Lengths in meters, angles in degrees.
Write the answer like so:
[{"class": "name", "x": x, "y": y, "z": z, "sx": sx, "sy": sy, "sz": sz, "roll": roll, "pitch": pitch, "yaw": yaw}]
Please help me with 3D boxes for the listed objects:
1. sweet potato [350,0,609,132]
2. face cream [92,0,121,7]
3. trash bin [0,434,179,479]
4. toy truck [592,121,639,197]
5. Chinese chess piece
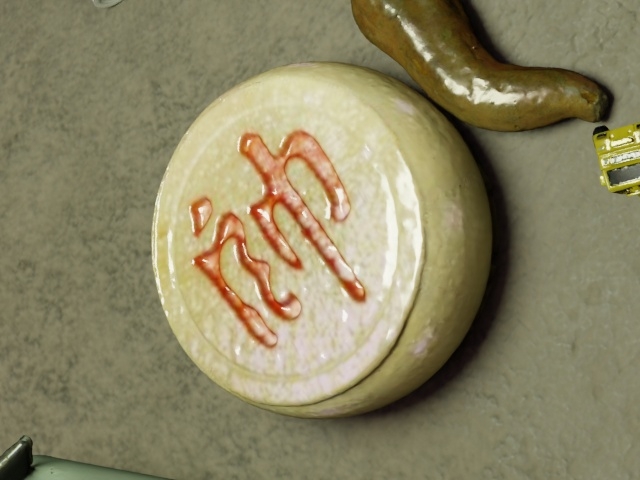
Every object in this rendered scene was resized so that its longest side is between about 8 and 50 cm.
[{"class": "sweet potato", "x": 0.103, "y": -0.139, "z": 1.393, "sx": 0.233, "sy": 0.062, "sz": 0.081, "roll": 40, "pitch": 102, "yaw": 24}, {"class": "face cream", "x": -0.202, "y": -0.261, "z": 1.602, "sx": 0.034, "sy": 0.034, "sz": 0.130, "roll": -34, "pitch": 71, "yaw": 26}, {"class": "trash bin", "x": -0.131, "y": 0.287, "z": 1.425, "sx": 0.262, "sy": 0.217, "sz": 0.277, "roll": 4, "pitch": 124, "yaw": 32}, {"class": "toy truck", "x": 0.223, "y": -0.057, "z": 1.299, "sx": 0.049, "sy": 0.083, "sz": 0.054, "roll": -14, "pitch": 84, "yaw": 28}, {"class": "Chinese chess piece", "x": 0.000, "y": 0.000, "z": 1.422, "sx": 0.270, "sy": 0.112, "sz": 0.270, "roll": -2, "pitch": 86, "yaw": 33}]
